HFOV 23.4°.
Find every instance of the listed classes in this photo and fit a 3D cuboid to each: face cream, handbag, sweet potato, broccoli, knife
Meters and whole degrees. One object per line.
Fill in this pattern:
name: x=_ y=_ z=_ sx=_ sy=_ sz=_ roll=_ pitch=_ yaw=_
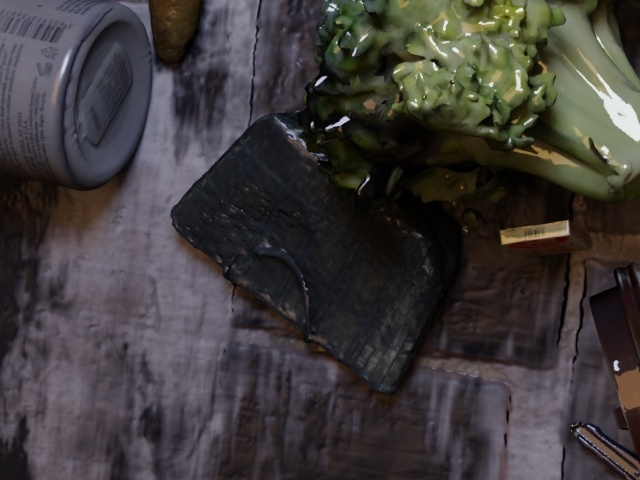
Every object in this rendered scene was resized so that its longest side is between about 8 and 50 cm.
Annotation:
face cream: x=-0.256 y=-0.143 z=1.409 sx=0.153 sy=0.177 sz=0.177 roll=14 pitch=95 yaw=17
handbag: x=0.000 y=0.000 z=1.376 sx=0.270 sy=0.089 sz=0.175 roll=40 pitch=111 yaw=15
sweet potato: x=-0.142 y=-0.303 z=1.428 sx=0.075 sy=0.075 sz=0.273 roll=-8 pitch=92 yaw=20
broccoli: x=0.154 y=-0.137 z=1.228 sx=0.348 sy=0.293 sz=0.281 roll=-36 pitch=70 yaw=-23
knife: x=0.261 y=0.196 z=1.310 sx=0.121 sy=0.018 sz=0.031 roll=39 pitch=101 yaw=17

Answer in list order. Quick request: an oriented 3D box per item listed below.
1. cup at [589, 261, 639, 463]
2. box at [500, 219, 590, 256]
cup: x=0.355 y=0.082 z=1.194 sx=0.280 sy=0.196 sz=0.196 roll=-18 pitch=84 yaw=12
box: x=0.190 y=-0.001 z=1.294 sx=0.058 sy=0.093 sz=0.015 roll=-9 pitch=80 yaw=20
